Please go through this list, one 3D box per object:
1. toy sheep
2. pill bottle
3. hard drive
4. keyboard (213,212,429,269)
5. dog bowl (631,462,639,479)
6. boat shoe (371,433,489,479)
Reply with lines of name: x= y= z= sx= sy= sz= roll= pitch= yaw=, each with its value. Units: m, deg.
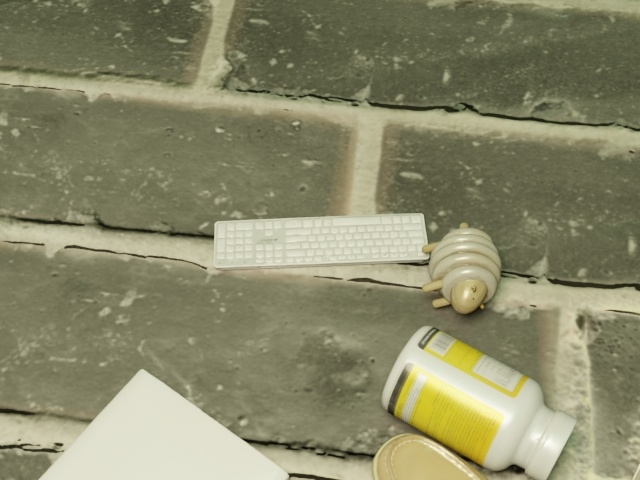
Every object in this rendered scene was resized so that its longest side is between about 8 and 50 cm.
toy sheep: x=0.163 y=0.029 z=1.127 sx=0.091 sy=0.091 sz=0.132 roll=1 pitch=51 yaw=1
pill bottle: x=0.163 y=0.171 z=1.017 sx=0.184 sy=0.103 sz=0.103 roll=28 pitch=61 yaw=18
hard drive: x=-0.204 y=0.297 z=0.973 sx=0.203 sy=0.040 sz=0.307 roll=31 pitch=61 yaw=20
keyboard: x=0.000 y=0.000 z=1.189 sx=0.256 sy=0.014 sz=0.072 roll=-2 pitch=56 yaw=-1
dog bowl: x=0.406 y=0.250 z=0.836 sx=0.102 sy=0.349 sz=0.349 roll=33 pitch=57 yaw=-14
boat shoe: x=0.165 y=0.292 z=0.938 sx=0.109 sy=0.098 sz=0.302 roll=-32 pitch=61 yaw=-19
